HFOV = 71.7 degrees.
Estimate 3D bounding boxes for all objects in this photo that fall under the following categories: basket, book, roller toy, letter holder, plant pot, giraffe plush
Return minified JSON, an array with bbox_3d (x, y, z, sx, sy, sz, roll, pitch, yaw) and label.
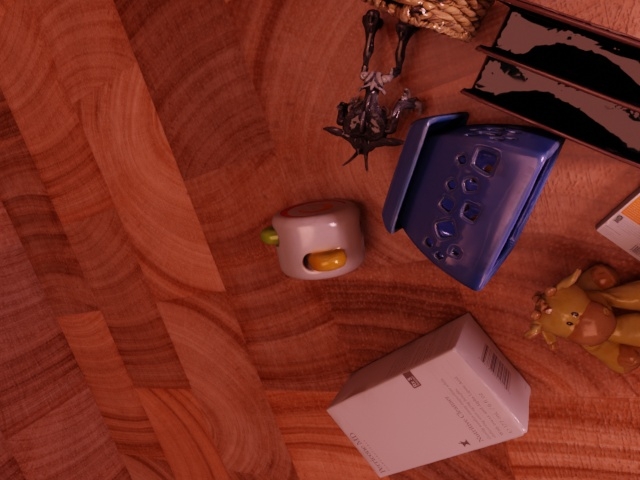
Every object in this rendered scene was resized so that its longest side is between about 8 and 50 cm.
[{"bbox_3d":[0.173,-0.427,0.620,0.214,0.299,0.222,36,122,15],"label":"basket"},{"bbox_3d":[0.544,-0.042,0.717,0.096,0.035,0.144,39,124,8],"label":"book"},{"bbox_3d":[0.000,0.000,0.952,0.210,0.191,0.146,5,112,41],"label":"roller toy"},{"bbox_3d":[0.369,-0.225,0.635,0.302,0.214,0.151,30,121,17],"label":"letter holder"},{"bbox_3d":[0.248,-0.092,0.754,0.212,0.236,0.235,29,122,24],"label":"plant pot"},{"bbox_3d":[0.431,0.118,0.731,0.210,0.171,0.181,2,81,45],"label":"giraffe plush"}]

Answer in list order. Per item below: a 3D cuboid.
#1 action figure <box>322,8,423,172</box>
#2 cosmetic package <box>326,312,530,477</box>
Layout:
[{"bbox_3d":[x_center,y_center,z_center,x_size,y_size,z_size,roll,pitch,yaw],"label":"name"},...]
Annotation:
[{"bbox_3d":[0.108,-0.264,0.824,0.164,0.141,0.275,17,101,22],"label":"action figure"},{"bbox_3d":[0.226,0.351,0.980,0.217,0.156,0.385,50,124,3],"label":"cosmetic package"}]
